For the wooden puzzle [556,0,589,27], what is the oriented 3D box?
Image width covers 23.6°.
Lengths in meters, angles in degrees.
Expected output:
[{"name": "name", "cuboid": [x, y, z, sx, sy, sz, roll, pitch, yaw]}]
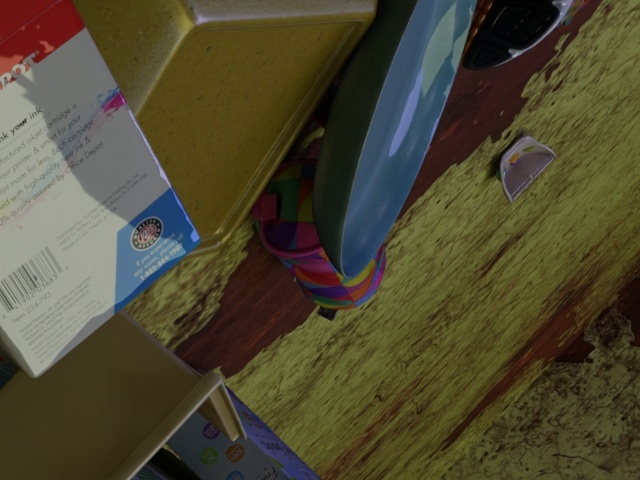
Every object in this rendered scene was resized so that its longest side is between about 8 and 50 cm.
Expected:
[{"name": "wooden puzzle", "cuboid": [0.278, -0.260, 1.674, 0.049, 0.006, 0.083, -43, 162, -13]}]

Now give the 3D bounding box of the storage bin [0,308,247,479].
[{"name": "storage bin", "cuboid": [-0.196, 0.193, 1.193, 0.262, 0.123, 0.260, -47, 166, -12]}]

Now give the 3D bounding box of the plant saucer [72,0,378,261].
[{"name": "plant saucer", "cuboid": [-0.101, -0.086, 1.061, 0.332, 0.081, 0.333, -16, 145, -57]}]

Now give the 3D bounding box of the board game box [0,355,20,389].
[{"name": "board game box", "cuboid": [-0.225, 0.116, 1.245, 0.160, 0.039, 0.211, -46, 167, -16]}]

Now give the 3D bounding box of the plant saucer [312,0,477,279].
[{"name": "plant saucer", "cuboid": [0.062, -0.123, 1.246, 0.317, 0.043, 0.318, 22, 90, -79]}]

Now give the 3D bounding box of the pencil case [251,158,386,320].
[{"name": "pencil case", "cuboid": [0.000, 0.000, 1.452, 0.104, 0.104, 0.236, -45, 162, -6]}]

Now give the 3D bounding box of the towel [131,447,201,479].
[{"name": "towel", "cuboid": [-0.130, 0.259, 1.473, 0.038, 0.247, 0.325, -57, 161, -3]}]

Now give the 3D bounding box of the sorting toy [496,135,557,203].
[{"name": "sorting toy", "cuboid": [0.245, -0.099, 1.898, 0.083, 0.045, 0.075, -45, 155, -3]}]

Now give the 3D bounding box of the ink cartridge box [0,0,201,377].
[{"name": "ink cartridge box", "cuboid": [-0.179, -0.053, 0.855, 0.134, 0.078, 0.231, -40, 127, -20]}]

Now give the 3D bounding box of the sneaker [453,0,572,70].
[{"name": "sneaker", "cuboid": [0.217, -0.259, 1.400, 0.262, 0.099, 0.121, -49, 167, 13]}]

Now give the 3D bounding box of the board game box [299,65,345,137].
[{"name": "board game box", "cuboid": [0.019, -0.136, 1.304, 0.133, 0.033, 0.168, -49, 163, 9]}]

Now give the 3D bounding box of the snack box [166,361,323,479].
[{"name": "snack box", "cuboid": [-0.082, 0.214, 1.540, 0.070, 0.207, 0.174, -47, 163, 1]}]
